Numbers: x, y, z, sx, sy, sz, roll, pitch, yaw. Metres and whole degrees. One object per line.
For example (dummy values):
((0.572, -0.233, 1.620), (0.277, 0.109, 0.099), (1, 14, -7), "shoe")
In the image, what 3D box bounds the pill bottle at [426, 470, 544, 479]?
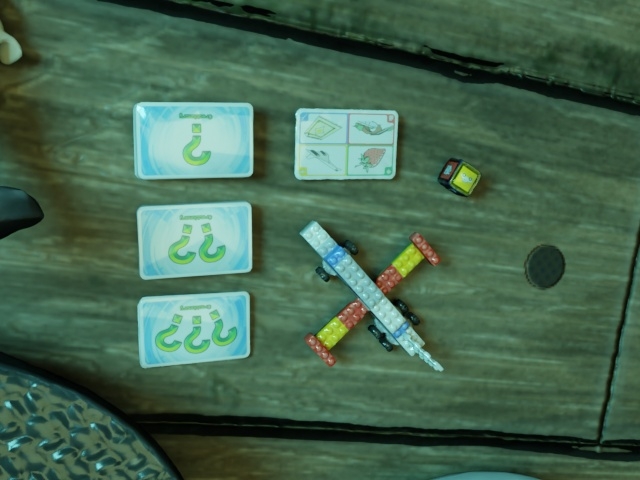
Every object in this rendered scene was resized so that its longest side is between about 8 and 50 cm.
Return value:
((0.126, 0.347, 0.537), (0.181, 0.181, 0.323), (-2, 98, -17), "pill bottle")

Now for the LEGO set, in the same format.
((0.000, 0.000, 0.516), (0.244, 0.060, 0.183), (-2, 102, -18), "LEGO set")

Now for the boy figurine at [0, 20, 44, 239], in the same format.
((-0.226, -0.131, 0.381), (0.092, 0.177, 0.285), (-17, 84, 22), "boy figurine")

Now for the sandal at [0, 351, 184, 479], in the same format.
((-0.255, 0.111, 0.438), (0.445, 0.107, 0.168), (29, 89, -6), "sandal")
